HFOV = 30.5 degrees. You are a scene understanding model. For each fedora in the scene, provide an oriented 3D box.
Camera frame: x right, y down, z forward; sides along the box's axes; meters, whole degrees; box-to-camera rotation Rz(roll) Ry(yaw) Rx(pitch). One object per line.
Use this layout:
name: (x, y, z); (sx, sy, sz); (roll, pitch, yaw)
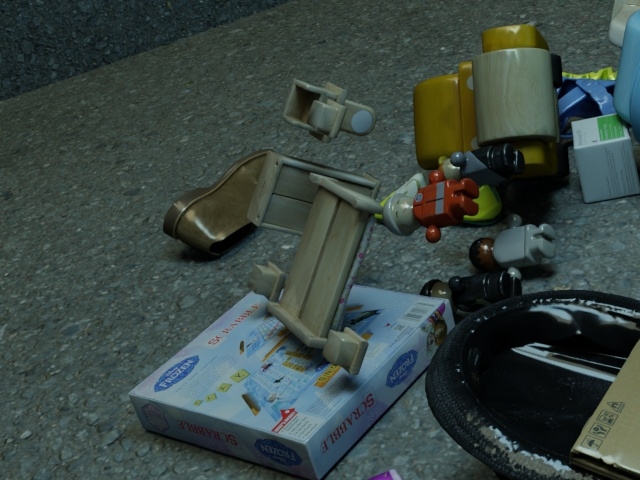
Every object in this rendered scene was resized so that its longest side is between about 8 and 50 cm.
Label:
fedora: (0.275, 0.194, 1.212); (0.334, 0.152, 0.334); (-4, 36, 3)

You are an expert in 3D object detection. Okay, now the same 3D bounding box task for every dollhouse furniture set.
dollhouse furniture set: (0.061, -0.022, 1.555); (0.173, 0.303, 0.355); (13, 13, -30)

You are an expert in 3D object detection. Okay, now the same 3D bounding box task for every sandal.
sandal: (0.404, -0.225, 2.009); (0.317, 0.126, 0.138); (-4, 33, 27)

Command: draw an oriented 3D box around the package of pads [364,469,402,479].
package of pads: (0.078, 0.291, 1.296); (0.050, 0.032, 0.083); (-19, 26, -11)

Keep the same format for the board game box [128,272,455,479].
board game box: (-0.035, 0.166, 1.566); (0.318, 0.066, 0.318); (8, 35, 41)

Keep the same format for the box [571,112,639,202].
box: (0.440, -0.129, 1.815); (0.087, 0.102, 0.101); (-11, 28, 15)

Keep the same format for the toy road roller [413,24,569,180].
toy road roller: (0.250, -0.192, 1.816); (0.240, 0.203, 0.329); (-5, -5, 16)

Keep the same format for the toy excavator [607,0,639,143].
toy excavator: (0.552, -0.289, 1.823); (0.433, 0.222, 0.445); (-19, 36, -37)

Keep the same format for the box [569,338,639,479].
box: (0.348, 0.164, 1.092); (0.164, 0.021, 0.201); (17, 41, 29)

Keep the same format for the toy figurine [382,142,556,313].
toy figurine: (0.205, -0.013, 1.619); (0.148, 0.213, 0.209); (-15, 19, 41)

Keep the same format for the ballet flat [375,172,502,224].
ballet flat: (0.183, -0.071, 1.883); (0.231, 0.077, 0.077); (3, 33, 35)

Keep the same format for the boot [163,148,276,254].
boot: (-0.141, -0.063, 2.076); (0.115, 0.112, 0.305); (30, 41, 17)
